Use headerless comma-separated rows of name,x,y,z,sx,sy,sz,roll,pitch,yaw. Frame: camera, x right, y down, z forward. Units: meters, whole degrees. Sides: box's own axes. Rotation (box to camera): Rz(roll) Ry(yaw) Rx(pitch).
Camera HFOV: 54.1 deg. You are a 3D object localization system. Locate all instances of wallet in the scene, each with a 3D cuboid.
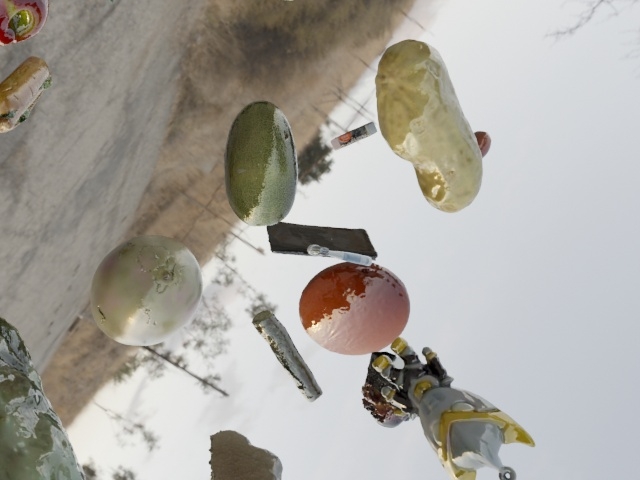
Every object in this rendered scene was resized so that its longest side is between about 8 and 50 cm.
wallet,0.000,-0.001,1.638,0.146,0.285,0.030,-104,-158,-54

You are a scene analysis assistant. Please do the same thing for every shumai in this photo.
shumai,-0.379,0.270,0.772,0.304,0.263,0.310,-60,162,-47

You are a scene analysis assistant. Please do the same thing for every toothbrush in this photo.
toothbrush,0.046,0.029,1.129,0.275,0.025,0.019,14,82,-64

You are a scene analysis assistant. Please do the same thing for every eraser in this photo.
eraser,0.067,-0.211,1.270,0.099,0.027,0.019,-19,-165,30

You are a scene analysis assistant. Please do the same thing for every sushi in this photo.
sushi,0.179,0.367,1.509,0.172,0.153,0.151,15,-85,44

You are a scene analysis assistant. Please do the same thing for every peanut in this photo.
peanut,0.180,-0.181,1.061,0.147,0.319,0.148,-21,-152,12

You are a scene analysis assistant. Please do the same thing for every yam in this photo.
yam,-0.076,0.285,1.525,0.061,0.274,0.061,-26,-160,11

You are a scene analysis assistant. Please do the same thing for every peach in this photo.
peach,-0.652,-0.504,1.246,0.189,0.226,0.196,-34,165,-21

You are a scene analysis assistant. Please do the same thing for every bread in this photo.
bread,-0.173,0.587,1.482,0.337,0.183,0.102,-113,-148,-60

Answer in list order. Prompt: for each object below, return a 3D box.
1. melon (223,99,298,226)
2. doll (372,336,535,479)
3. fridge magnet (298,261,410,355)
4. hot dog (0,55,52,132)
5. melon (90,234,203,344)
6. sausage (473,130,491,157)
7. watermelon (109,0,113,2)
melon,-0.077,-0.099,0.806,0.099,0.099,0.162,-162,-110,-76
doll,0.234,0.311,1.135,0.145,0.316,0.103,-38,160,-20
fridge magnet,0.110,0.217,2.027,0.363,0.363,0.155,-46,-159,23
hot dog,-0.607,-0.292,1.269,0.100,0.068,0.250,-55,-160,32
melon,-0.372,0.108,1.335,0.317,0.223,0.223,-37,-161,55
sausage,0.341,-0.196,1.514,0.194,0.077,0.077,-43,-170,-20
watermelon,-0.463,-0.583,1.090,0.222,0.319,0.292,-9,-134,44
